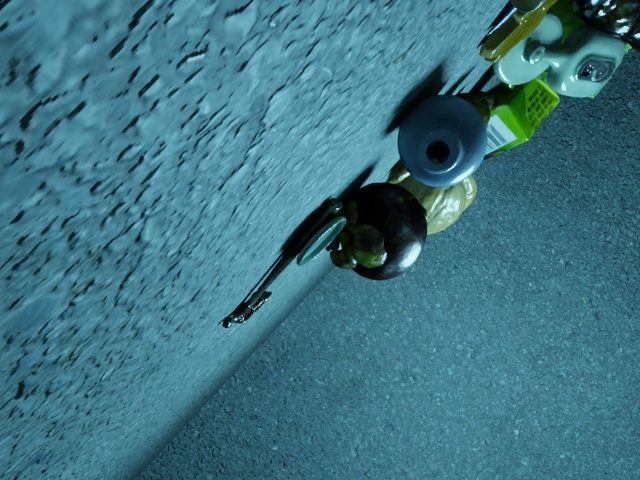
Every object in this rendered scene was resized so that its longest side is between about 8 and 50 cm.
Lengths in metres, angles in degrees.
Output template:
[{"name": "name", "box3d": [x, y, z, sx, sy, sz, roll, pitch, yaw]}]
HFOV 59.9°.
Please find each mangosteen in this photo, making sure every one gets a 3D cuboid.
[{"name": "mangosteen", "box3d": [0.090, -0.017, 1.052, 0.217, 0.192, 0.192, -1, 144, -36]}]

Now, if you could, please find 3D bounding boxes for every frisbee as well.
[{"name": "frisbee", "box3d": [0.000, 0.000, 0.907, 0.110, 0.014, 0.110, -43, 170, -9]}]

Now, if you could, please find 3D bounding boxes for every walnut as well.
[{"name": "walnut", "box3d": [0.302, -0.139, 1.534, 0.257, 0.257, 0.224, 125, -23, -55]}]

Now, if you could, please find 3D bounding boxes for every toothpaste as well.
[{"name": "toothpaste", "box3d": [0.304, -0.369, 0.848, 0.037, 0.021, 0.140, -41, 175, -33]}]

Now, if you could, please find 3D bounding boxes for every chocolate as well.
[{"name": "chocolate", "box3d": [0.505, -0.348, 1.603, 0.289, 0.137, 0.301, -45, -167, -34]}]

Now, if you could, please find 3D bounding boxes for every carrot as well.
[{"name": "carrot", "box3d": [0.254, -0.223, 1.331, 0.298, 0.078, 0.078, -42, 176, 17]}]

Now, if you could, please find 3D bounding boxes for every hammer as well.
[{"name": "hammer", "box3d": [-0.061, 0.040, 0.941, 0.297, 0.027, 0.125, -50, 173, 27]}]

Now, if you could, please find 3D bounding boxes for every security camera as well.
[{"name": "security camera", "box3d": [0.501, -0.383, 1.165, 0.301, 0.080, 0.157, 0, 133, -24]}]

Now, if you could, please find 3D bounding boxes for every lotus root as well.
[{"name": "lotus root", "box3d": [0.280, -0.237, 1.146, 0.209, 0.120, 0.120, -47, 175, -10]}]

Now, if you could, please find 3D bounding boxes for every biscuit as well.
[{"name": "biscuit", "box3d": [0.366, -0.406, 0.957, 0.212, 0.041, 0.238, -35, 168, -40]}]

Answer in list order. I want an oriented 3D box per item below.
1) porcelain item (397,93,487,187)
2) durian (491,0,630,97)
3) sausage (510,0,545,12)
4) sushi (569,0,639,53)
[{"name": "porcelain item", "box3d": [0.201, -0.173, 0.904, 0.141, 0.141, 0.259, -50, -178, 28]}, {"name": "durian", "box3d": [0.616, -0.477, 1.340, 0.204, 0.256, 0.339, -11, 143, -46]}, {"name": "sausage", "box3d": [0.341, -0.400, 0.691, 0.301, 0.066, 0.066, -44, 174, -11]}, {"name": "sushi", "box3d": [0.668, -0.518, 1.045, 0.299, 0.294, 0.281, -59, 169, -16]}]
